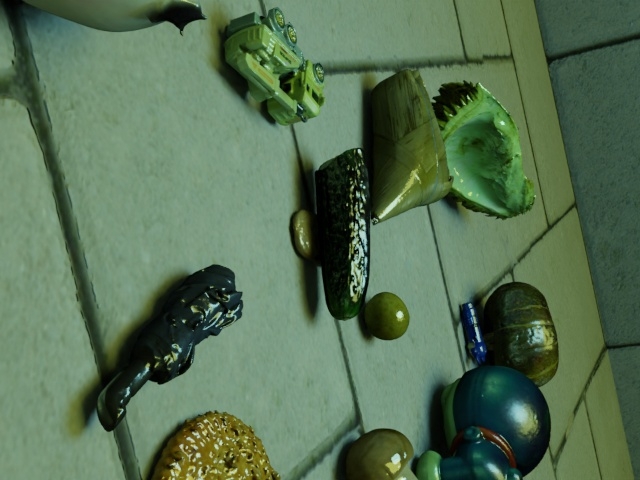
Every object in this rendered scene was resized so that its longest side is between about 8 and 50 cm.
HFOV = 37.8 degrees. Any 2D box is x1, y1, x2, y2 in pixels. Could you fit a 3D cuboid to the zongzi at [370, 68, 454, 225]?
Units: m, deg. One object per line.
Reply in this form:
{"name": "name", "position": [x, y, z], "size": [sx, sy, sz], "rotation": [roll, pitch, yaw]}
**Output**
{"name": "zongzi", "position": [0.112, -0.151, 1.512], "size": [0.256, 0.115, 0.228], "rotation": [-24, 98, -53]}

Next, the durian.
{"name": "durian", "position": [0.304, -0.169, 1.791], "size": [0.394, 0.198, 0.163], "rotation": [57, 32, -42]}

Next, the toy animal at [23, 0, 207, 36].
{"name": "toy animal", "position": [-0.199, -0.326, 0.793], "size": [0.310, 0.250, 0.251], "rotation": [44, 42, -40]}

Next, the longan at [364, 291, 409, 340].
{"name": "longan", "position": [0.100, 0.111, 1.412], "size": [0.083, 0.075, 0.075], "rotation": [-93, 158, -54]}

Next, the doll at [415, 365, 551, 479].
{"name": "doll", "position": [0.285, 0.338, 1.575], "size": [0.199, 0.186, 0.322], "rotation": [65, 32, -28]}

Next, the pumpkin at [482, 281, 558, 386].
{"name": "pumpkin", "position": [0.391, 0.203, 1.891], "size": [0.219, 0.162, 0.219], "rotation": [172, -90, -89]}

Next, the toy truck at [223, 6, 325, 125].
{"name": "toy truck", "position": [-0.058, -0.213, 1.200], "size": [0.169, 0.077, 0.100], "rotation": [47, 37, -50]}

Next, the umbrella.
{"name": "umbrella", "position": [-0.145, 0.095, 0.916], "size": [0.248, 0.070, 0.071], "rotation": [-46, 122, -58]}

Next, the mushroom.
{"name": "mushroom", "position": [0.133, 0.420, 1.306], "size": [0.350, 0.128, 0.128], "rotation": [66, 28, -16]}

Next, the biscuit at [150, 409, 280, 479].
{"name": "biscuit", "position": [-0.100, 0.302, 0.963], "size": [0.254, 0.035, 0.254], "rotation": [36, 49, -56]}

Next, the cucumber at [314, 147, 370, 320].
{"name": "cucumber", "position": [0.033, -0.010, 1.273], "size": [0.074, 0.074, 0.242], "rotation": [27, 56, -59]}

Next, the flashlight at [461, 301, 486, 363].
{"name": "flashlight", "position": [0.297, 0.181, 1.829], "size": [0.057, 0.035, 0.121], "rotation": [-3, 78, -66]}

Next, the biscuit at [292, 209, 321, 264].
{"name": "biscuit", "position": [0.000, 0.000, 1.305], "size": [0.147, 0.018, 0.071], "rotation": [22, 59, -59]}
